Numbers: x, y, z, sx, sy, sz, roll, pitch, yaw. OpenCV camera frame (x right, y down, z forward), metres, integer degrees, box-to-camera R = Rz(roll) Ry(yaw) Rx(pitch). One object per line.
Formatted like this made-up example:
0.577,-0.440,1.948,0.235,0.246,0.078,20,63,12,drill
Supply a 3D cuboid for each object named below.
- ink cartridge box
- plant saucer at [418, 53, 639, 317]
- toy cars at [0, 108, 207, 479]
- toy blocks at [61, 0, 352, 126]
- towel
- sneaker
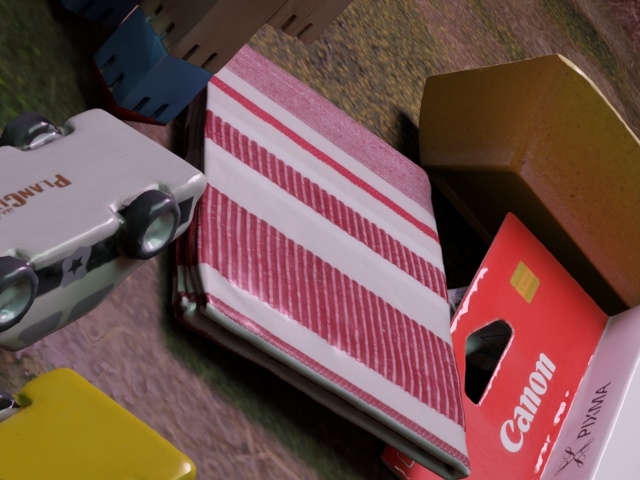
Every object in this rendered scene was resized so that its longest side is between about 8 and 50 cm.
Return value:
0.199,0.144,1.124,0.261,0.066,0.296,48,43,-15,ink cartridge box
0.224,-0.006,1.343,0.332,0.081,0.333,50,-10,-12,plant saucer
-0.144,0.069,0.645,0.177,0.087,0.393,9,34,-9,toy cars
-0.090,-0.250,1.019,0.191,0.261,0.381,18,35,-52,toy blocks
0.000,0.000,1.059,0.237,0.037,0.329,33,30,-25,towel
0.125,0.058,1.202,0.191,0.083,0.071,2,57,-61,sneaker
